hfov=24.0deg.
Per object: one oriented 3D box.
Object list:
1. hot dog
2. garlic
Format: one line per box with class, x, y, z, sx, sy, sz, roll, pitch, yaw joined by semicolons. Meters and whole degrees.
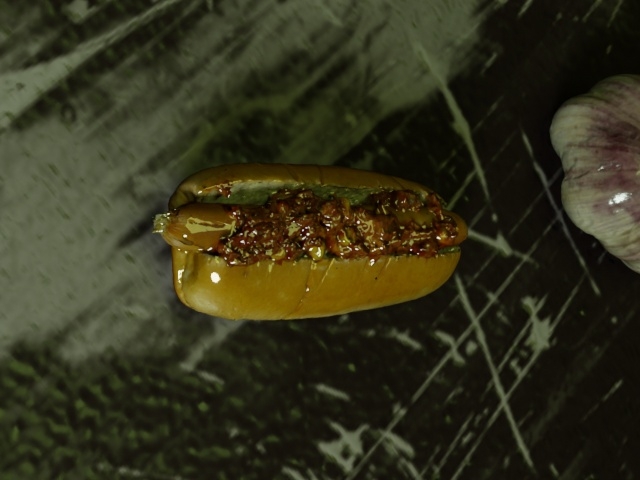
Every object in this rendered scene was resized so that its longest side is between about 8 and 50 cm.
hot dog;0.000;0.000;0.980;0.249;0.076;0.102;1;84;-37
garlic;0.252;-0.052;1.157;0.147;0.102;0.159;-34;102;-37
